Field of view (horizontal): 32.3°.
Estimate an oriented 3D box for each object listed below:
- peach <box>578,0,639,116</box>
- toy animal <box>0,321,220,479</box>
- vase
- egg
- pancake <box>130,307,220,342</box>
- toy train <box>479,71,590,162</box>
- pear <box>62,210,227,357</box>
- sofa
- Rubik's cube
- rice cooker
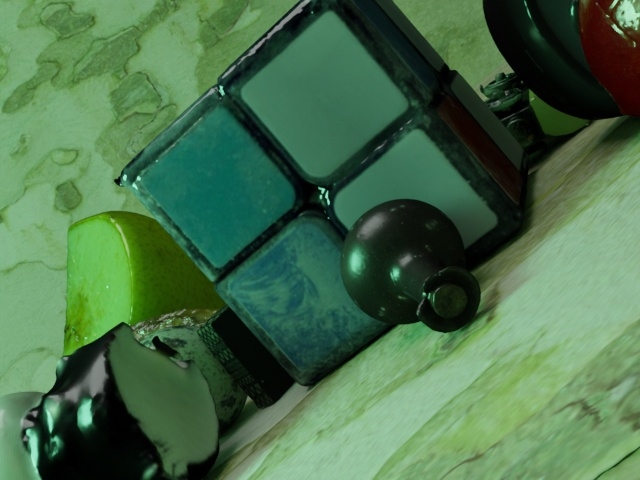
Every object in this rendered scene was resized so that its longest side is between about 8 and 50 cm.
[{"bbox_3d":[0.311,-0.196,0.952,0.197,0.197,0.197,-39,5,4],"label":"peach"},{"bbox_3d":[-0.246,0.220,1.166,0.267,0.212,0.212,-31,8,24],"label":"toy animal"},{"bbox_3d":[0.087,0.030,0.999,0.120,0.120,0.183,-40,19,-1],"label":"vase"},{"bbox_3d":[-0.159,0.164,1.308,0.132,0.132,0.172,-39,-37,9],"label":"egg"},{"bbox_3d":[-0.241,0.215,1.511,0.356,0.065,0.356,-28,26,15],"label":"pancake"},{"bbox_3d":[0.297,-0.183,1.454,0.157,0.105,0.253,-24,10,16],"label":"toy train"},{"bbox_3d":[-0.262,0.133,1.860,0.238,0.342,0.318,-16,-22,39],"label":"pear"},{"bbox_3d":[-0.081,0.128,1.268,0.060,0.118,0.039,-43,7,-37],"label":"sofa"},{"bbox_3d":[0.021,-0.079,1.249,0.318,0.313,0.316,-39,4,19],"label":"Rubik's cube"},{"bbox_3d":[0.306,-0.257,1.149,0.267,0.267,0.224,-39,2,4],"label":"rice cooker"}]
